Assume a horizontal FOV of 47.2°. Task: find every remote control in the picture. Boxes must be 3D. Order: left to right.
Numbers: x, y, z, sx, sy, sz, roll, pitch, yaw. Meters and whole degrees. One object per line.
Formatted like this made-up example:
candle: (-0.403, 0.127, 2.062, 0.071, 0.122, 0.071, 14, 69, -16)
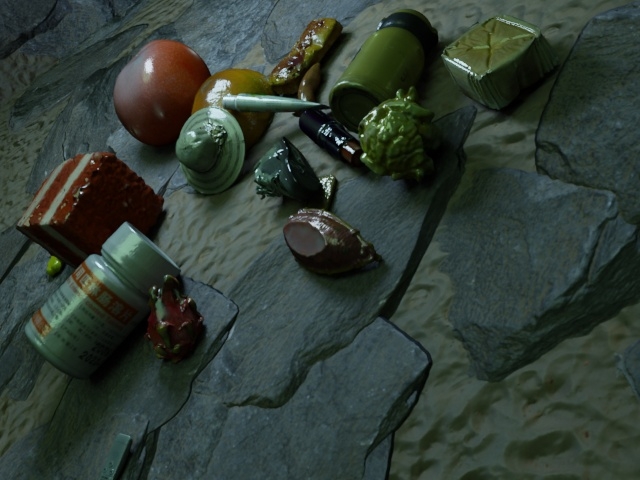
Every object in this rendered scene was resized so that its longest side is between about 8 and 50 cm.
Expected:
remote control: (-0.458, 0.515, 1.595, 0.049, 0.027, 0.184, -2, 59, 42)

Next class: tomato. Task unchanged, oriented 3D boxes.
tomato: (-0.522, -0.484, 2.370, 0.341, 0.273, 0.342, -23, 43, 24)

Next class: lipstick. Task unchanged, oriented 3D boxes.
lipstick: (0.033, -0.255, 1.822, 0.081, 0.081, 0.300, -44, 36, 0)

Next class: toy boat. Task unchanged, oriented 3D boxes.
toy boat: (-0.004, -0.001, 1.617, 0.317, 0.099, 0.141, 21, 98, 50)

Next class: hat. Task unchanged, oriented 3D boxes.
hat: (-0.338, -0.252, 2.023, 0.251, 0.110, 0.252, 1, 92, 31)

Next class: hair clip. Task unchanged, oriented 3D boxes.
hair clip: (-0.817, 0.036, 2.336, 0.072, 0.046, 0.173, 12, 65, 51)

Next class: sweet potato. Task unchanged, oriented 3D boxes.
sweet potato: (-0.034, -0.422, 2.061, 0.055, 0.058, 0.202, 14, 60, -2)

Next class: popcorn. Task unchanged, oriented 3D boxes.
popcorn: (0.175, -0.229, 1.597, 0.167, 0.186, 0.188, 12, 53, 30)

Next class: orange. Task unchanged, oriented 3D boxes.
orange: (-0.258, -0.383, 2.194, 0.274, 0.275, 0.310, -4, 22, 39)

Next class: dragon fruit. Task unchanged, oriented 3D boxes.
dragon fruit: (-0.347, 0.180, 1.719, 0.133, 0.208, 0.150, 1, 12, 27)

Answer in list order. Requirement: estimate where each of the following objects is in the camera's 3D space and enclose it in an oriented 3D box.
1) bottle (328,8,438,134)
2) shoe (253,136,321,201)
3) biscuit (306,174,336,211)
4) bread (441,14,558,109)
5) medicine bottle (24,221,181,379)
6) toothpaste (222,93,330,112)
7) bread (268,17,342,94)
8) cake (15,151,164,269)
bottle: (0.166, -0.426, 1.794, 0.171, 0.172, 0.351, -1, 47, 41)
shoe: (-0.096, -0.142, 1.807, 0.149, 0.109, 0.293, -44, 28, 15)
biscuit: (0.000, -0.102, 1.762, 0.071, 0.018, 0.147, -12, 46, 33)
bread: (0.392, -0.392, 1.609, 0.192, 0.110, 0.210, -39, 38, -3)
medicine bottle: (-0.547, 0.151, 1.857, 0.371, 0.211, 0.211, -48, 38, -5)
toothpaste: (-0.122, -0.369, 1.992, 0.314, 0.056, 0.058, 6, 48, 21)
bread: (-0.043, -0.545, 2.150, 0.139, 0.077, 0.271, 12, 62, 54)
cake: (-0.664, -0.074, 2.120, 0.319, 0.270, 0.270, -1, 54, 41)
